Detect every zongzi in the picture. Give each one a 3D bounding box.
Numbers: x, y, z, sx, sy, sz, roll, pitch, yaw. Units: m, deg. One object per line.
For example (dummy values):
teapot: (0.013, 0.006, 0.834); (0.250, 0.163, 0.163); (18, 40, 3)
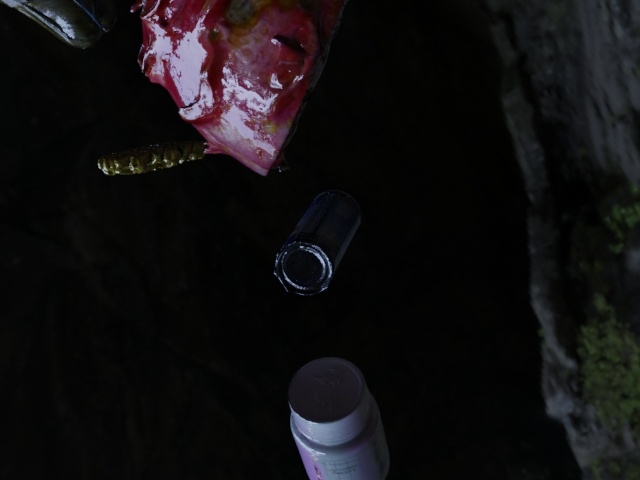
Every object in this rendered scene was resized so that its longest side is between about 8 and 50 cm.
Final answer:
zongzi: (-0.611, -0.485, 2.063); (0.322, 0.361, 0.160); (64, 168, -16)

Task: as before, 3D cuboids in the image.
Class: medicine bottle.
medicine bottle: (0.030, 0.316, 1.752); (0.254, 0.152, 0.152); (77, 180, -49)

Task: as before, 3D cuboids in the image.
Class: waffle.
waffle: (-0.292, -0.146, 1.835); (0.191, 0.191, 0.038); (-49, -48, -73)

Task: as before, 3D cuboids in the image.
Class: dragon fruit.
dragon fruit: (-0.084, -0.277, 1.244); (0.249, 0.370, 0.386); (23, -160, -8)

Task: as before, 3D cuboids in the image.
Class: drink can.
drink can: (0.000, 0.000, 1.724); (0.097, 0.097, 0.235); (58, -157, -14)
